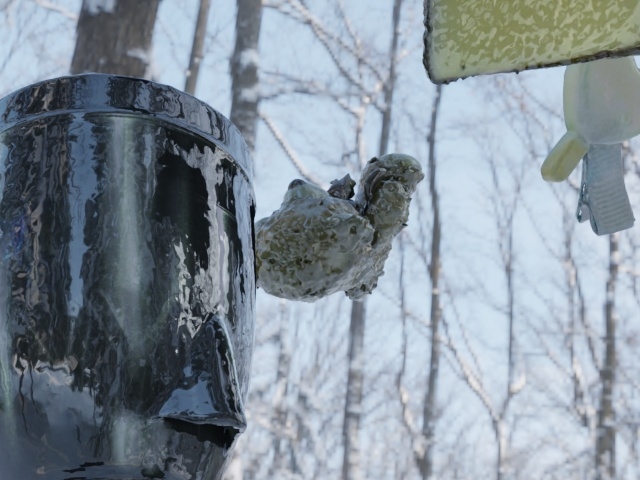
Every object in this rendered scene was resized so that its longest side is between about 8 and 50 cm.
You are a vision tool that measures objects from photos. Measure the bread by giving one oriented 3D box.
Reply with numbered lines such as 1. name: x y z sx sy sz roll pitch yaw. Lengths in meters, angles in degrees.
1. bread: 0.167 -0.224 0.780 0.178 0.135 0.240 8 -57 13

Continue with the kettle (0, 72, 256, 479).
1. kettle: -0.189 0.089 0.836 0.321 0.324 0.228 -23 -38 23

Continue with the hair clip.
1. hair clip: 0.293 -0.110 1.227 0.159 0.218 0.071 -20 26 -25

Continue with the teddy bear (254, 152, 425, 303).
1. teddy bear: 0.000 0.000 1.425 0.267 0.156 0.256 -27 -10 21
